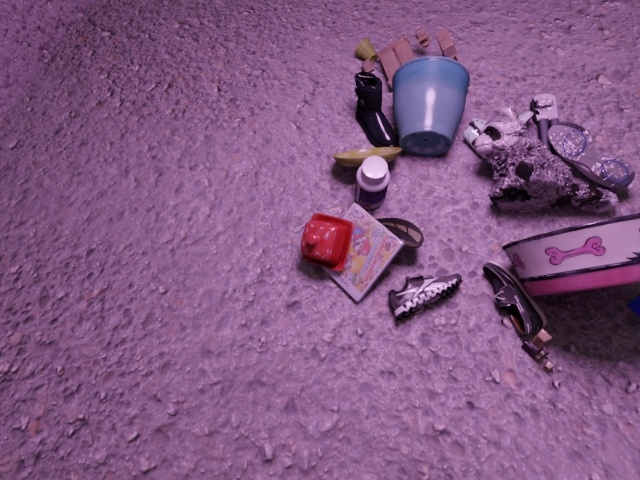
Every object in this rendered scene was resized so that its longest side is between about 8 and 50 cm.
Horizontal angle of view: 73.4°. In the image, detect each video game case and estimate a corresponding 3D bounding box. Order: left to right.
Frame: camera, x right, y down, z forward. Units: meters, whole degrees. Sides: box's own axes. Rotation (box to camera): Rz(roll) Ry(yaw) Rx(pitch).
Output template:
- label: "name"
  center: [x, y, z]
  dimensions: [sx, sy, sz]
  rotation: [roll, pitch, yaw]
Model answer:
- label: "video game case"
  center: [0.111, 0.035, 1.311]
  dimensions: [0.206, 0.026, 0.227]
  rotation: [43, 106, 26]

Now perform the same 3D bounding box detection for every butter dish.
- label: "butter dish"
  center: [0.000, 0.000, 1.297]
  dimensions: [0.159, 0.118, 0.160]
  rotation: [16, 94, 32]

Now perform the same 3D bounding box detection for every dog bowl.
- label: "dog bowl"
  center: [0.700, 0.042, 1.105]
  dimensions: [0.407, 0.408, 0.151]
  rotation: [-10, 81, 1]

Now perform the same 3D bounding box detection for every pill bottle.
- label: "pill bottle"
  center: [0.169, -0.190, 1.400]
  dimensions: [0.107, 0.193, 0.108]
  rotation: [-1, 70, 2]

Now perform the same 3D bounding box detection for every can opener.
- label: "can opener"
  center: [0.804, -0.397, 1.523]
  dimensions: [0.074, 0.093, 0.281]
  rotation: [0, 68, 8]

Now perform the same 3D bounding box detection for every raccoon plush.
- label: "raccoon plush"
  center: [0.700, -0.248, 1.388]
  dimensions: [0.445, 0.216, 0.300]
  rotation: [14, 64, -18]

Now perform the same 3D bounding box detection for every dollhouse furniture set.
- label: "dollhouse furniture set"
  center: [0.383, -0.661, 1.744]
  dimensions: [0.355, 0.173, 0.304]
  rotation: [-24, 56, 21]
- label: "dollhouse furniture set"
  center: [0.607, 0.270, 1.130]
  dimensions: [0.081, 0.114, 0.091]
  rotation: [-31, 58, -16]

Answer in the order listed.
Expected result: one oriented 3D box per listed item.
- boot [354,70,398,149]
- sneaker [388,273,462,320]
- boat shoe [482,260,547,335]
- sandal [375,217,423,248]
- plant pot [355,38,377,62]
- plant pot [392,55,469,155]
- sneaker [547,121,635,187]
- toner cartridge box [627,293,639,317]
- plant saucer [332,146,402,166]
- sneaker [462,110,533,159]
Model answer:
- label: "boot"
  center: [0.200, -0.474, 1.564]
  dimensions: [0.094, 0.207, 0.247]
  rotation: [-27, 61, -9]
- label: "sneaker"
  center: [0.301, 0.138, 1.265]
  dimensions: [0.234, 0.078, 0.106]
  rotation: [-26, 62, -6]
- label: "boat shoe"
  center: [0.534, 0.158, 1.221]
  dimensions: [0.079, 0.084, 0.233]
  rotation: [-25, 63, -9]
- label: "sandal"
  center: [0.183, -0.012, 1.369]
  dimensions: [0.302, 0.087, 0.120]
  rotation: [6, 34, 30]
- label: "plant pot"
  center: [0.204, -0.802, 1.840]
  dimensions: [0.083, 0.083, 0.079]
  rotation: [-33, 74, -13]
- label: "plant pot"
  center: [0.379, -0.450, 1.509]
  dimensions: [0.271, 0.272, 0.256]
  rotation: [4, 74, 10]
- label: "sneaker"
  center: [0.862, -0.266, 1.403]
  dimensions: [0.111, 0.129, 0.297]
  rotation: [-42, 70, 11]
- label: "toner cartridge box"
  center: [0.977, 0.244, 1.069]
  dimensions: [0.075, 0.165, 0.348]
  rotation: [-31, 61, -13]
- label: "plant saucer"
  center: [0.163, -0.289, 1.492]
  dimensions: [0.240, 0.037, 0.241]
  rotation: [-6, 18, 2]
- label: "sneaker"
  center: [0.631, -0.417, 1.538]
  dimensions: [0.255, 0.094, 0.151]
  rotation: [-36, 68, -11]
